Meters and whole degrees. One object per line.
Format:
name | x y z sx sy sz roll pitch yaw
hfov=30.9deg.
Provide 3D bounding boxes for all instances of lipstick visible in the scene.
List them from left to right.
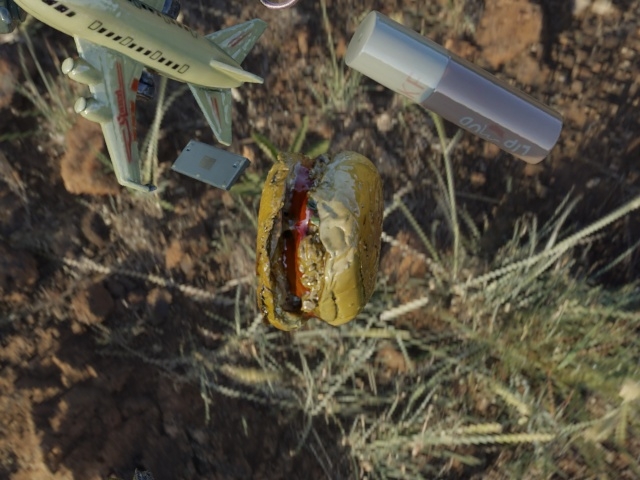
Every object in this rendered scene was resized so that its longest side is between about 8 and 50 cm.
lipstick | 0.153 -0.172 1.312 0.254 0.070 0.070 26 67 -17

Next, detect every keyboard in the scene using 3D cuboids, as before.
keyboard | -0.159 -0.108 1.651 0.055 0.014 0.176 -53 34 -10

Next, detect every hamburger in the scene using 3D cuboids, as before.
hamburger | 0.000 0.000 1.525 0.163 0.244 0.244 5 67 2

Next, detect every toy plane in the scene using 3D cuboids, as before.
toy plane | -0.153 -0.170 0.941 0.256 0.104 0.242 19 88 -35

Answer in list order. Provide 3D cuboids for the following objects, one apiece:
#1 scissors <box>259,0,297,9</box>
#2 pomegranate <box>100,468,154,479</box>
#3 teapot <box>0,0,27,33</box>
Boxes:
scissors | -0.004 -0.295 1.191 0.176 0.085 0.022 -13 27 31
pomegranate | -0.286 0.385 1.607 0.130 0.130 0.130 -1 66 2
teapot | -0.390 -0.313 1.346 0.149 0.162 0.239 -1 35 -6
